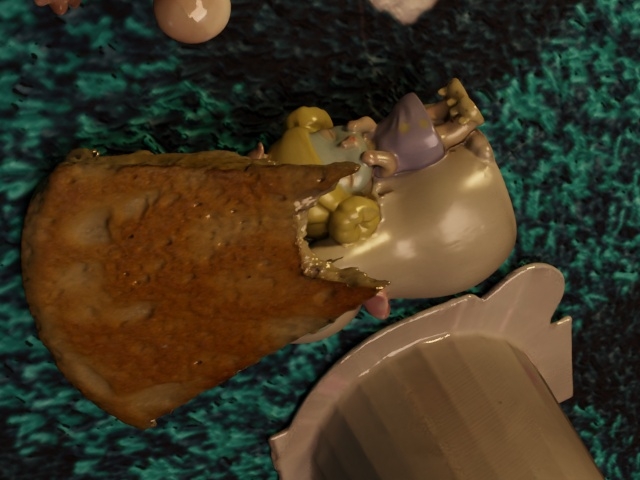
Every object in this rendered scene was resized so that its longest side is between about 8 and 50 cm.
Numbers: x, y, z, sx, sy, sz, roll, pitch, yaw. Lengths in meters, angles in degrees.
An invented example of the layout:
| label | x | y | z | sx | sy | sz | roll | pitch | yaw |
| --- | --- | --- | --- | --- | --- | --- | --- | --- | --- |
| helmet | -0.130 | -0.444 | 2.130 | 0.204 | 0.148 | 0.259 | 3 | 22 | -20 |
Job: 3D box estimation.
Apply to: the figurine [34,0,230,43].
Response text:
| label | x | y | z | sx | sy | sz | roll | pitch | yaw |
| --- | --- | --- | --- | --- | --- | --- | --- | --- | --- |
| figurine | -0.105 | -0.185 | 0.708 | 0.276 | 0.200 | 0.133 | -13 | 175 | -17 |

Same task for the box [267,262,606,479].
| label | x | y | z | sx | sy | sz | roll | pitch | yaw |
| --- | --- | --- | --- | --- | --- | --- | --- | --- | --- |
| box | 0.137 | 0.190 | 1.084 | 0.262 | 0.206 | 0.291 | 23 | 114 | -40 |

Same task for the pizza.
| label | x | y | z | sx | sy | sz | roll | pitch | yaw |
| --- | --- | --- | --- | --- | --- | --- | --- | --- | --- |
| pizza | -0.077 | 0.010 | 0.862 | 0.262 | 0.034 | 0.181 | -23 | 106 | 28 |

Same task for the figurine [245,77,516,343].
| label | x | y | z | sx | sy | sz | roll | pitch | yaw |
| --- | --- | --- | --- | --- | --- | --- | --- | --- | --- |
| figurine | 0.000 | 0.000 | 0.917 | 0.235 | 0.127 | 0.155 | -24 | 152 | -6 |
